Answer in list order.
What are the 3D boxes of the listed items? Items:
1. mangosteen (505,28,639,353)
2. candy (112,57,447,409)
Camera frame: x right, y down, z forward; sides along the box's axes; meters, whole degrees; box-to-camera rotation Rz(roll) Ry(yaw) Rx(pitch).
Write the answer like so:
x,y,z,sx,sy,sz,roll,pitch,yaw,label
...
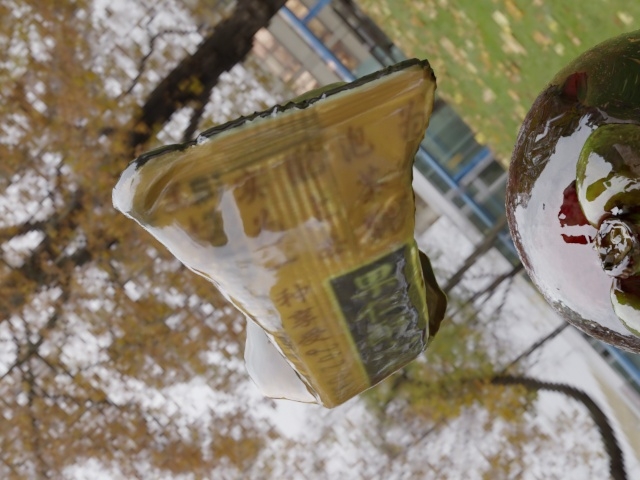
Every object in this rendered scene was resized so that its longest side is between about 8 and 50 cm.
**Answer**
x,y,z,sx,sy,sz,roll,pitch,yaw,label
0.216,-0.033,0.732,0.216,0.216,0.216,44,-168,-12,mangosteen
0.000,0.000,0.571,0.101,0.143,0.271,60,177,26,candy
